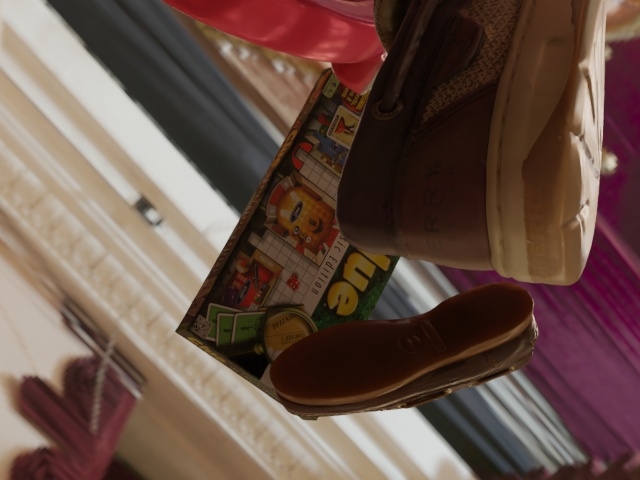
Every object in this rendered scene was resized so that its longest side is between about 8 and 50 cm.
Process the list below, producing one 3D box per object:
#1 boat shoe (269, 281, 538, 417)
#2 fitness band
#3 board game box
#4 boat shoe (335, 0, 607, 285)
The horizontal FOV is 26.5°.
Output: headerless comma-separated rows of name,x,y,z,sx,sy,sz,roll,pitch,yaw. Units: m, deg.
boat shoe,0.066,0.096,1.022,0.207,0.073,0.073,-14,-133,-5
fitness band,-0.044,-0.185,0.768,0.054,0.209,0.291,-50,-160,23
board game box,0.000,0.000,1.100,0.030,0.136,0.260,-7,-130,57
boat shoe,0.066,-0.092,0.534,0.092,0.103,0.285,3,-138,11
